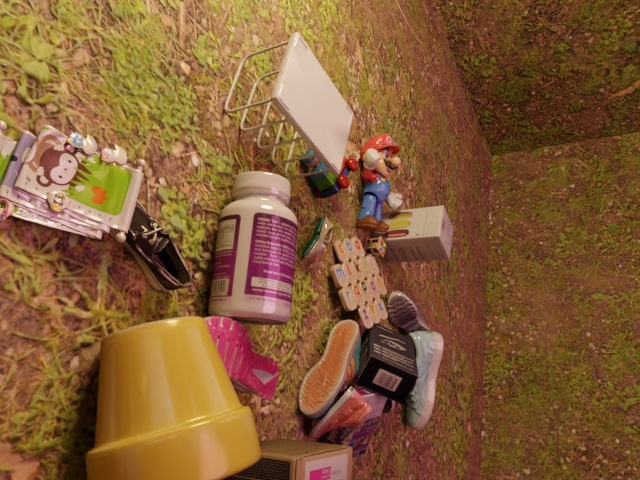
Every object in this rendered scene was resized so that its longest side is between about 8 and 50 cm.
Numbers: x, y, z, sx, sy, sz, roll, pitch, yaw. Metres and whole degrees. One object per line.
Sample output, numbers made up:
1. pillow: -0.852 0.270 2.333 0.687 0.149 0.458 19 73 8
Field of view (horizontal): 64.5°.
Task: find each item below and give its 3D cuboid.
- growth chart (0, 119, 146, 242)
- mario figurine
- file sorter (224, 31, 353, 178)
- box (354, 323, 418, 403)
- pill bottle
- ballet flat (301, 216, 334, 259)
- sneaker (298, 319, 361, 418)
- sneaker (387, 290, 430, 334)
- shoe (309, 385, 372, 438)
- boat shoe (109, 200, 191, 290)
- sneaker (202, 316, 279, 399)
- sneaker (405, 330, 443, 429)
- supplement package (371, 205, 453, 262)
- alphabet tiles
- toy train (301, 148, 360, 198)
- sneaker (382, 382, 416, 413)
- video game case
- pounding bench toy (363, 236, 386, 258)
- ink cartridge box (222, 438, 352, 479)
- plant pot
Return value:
1. growth chart: -0.383 -0.089 0.765 0.237 0.021 0.172 15 72 -44
2. mario figurine: 0.208 -0.192 1.667 0.198 0.169 0.321 133 -37 -85
3. file sorter: -0.072 -0.303 1.214 0.277 0.172 0.193 44 50 -47
4. box: 0.191 0.352 1.490 0.207 0.153 0.108 -72 -174 -71
5. pill bottle: -0.135 0.018 1.061 0.169 0.169 0.302 27 63 -55
6. ballet flat: 0.000 0.000 1.394 0.052 0.057 0.168 38 47 -14
7. sneaker: 0.044 0.364 1.371 0.302 0.108 0.121 -56 138 -40
8. sneaker: 0.313 0.263 1.883 0.281 0.105 0.115 53 17 -42
9. shoe: 0.051 0.460 1.289 0.081 0.178 0.063 42 14 12
10. boat shoe: -0.297 -0.003 0.886 0.220 0.070 0.078 63 36 -32
11. sneaker: -0.185 0.237 0.994 0.252 0.111 0.103 59 37 -41
12. sneaker: 0.338 0.507 1.868 0.149 0.135 0.367 11 86 -14
13. supplement package: 0.319 -0.017 1.761 0.134 0.243 0.139 55 41 -41
14. alphabet tiles: 0.123 0.126 1.567 0.284 0.021 0.278 -11 79 -59
15. toy train: 0.035 -0.247 1.473 0.143 0.105 0.248 51 42 -24
16. sneaker: 0.254 0.447 1.719 0.163 0.086 0.227 -12 105 -49
17. video game case: 0.097 0.517 1.426 0.232 0.041 0.211 17 95 -57
18. pounding bench toy: 0.191 0.032 1.712 0.083 0.065 0.052 51 44 -44
19. ink cartridge box: -0.069 0.481 1.075 0.234 0.193 0.088 26 63 -55
20. plant pot: -0.239 0.255 0.797 0.254 0.253 0.239 10 62 -59
